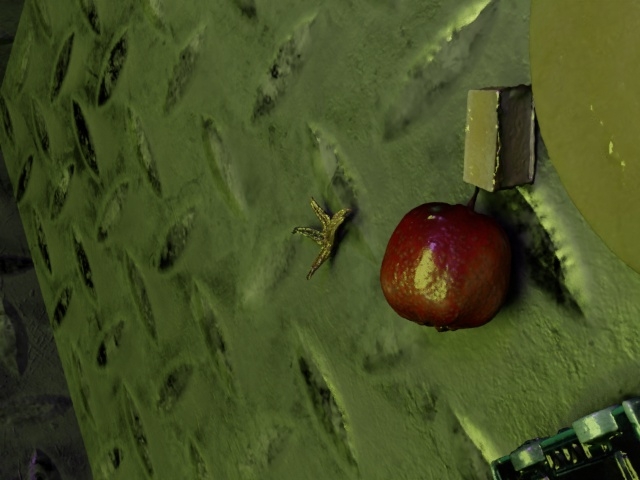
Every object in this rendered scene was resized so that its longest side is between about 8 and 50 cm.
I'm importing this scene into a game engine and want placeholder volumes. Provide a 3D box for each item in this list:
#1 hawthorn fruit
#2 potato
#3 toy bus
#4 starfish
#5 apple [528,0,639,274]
[{"bbox_3d":[0.160,0.016,0.896,0.157,0.157,0.193,20,91,49],"label":"hawthorn fruit"},{"bbox_3d":[0.211,-0.124,0.857,0.061,0.086,0.122,14,111,48],"label":"potato"},{"bbox_3d":[0.290,0.230,0.709,0.256,0.147,0.128,119,135,-58],"label":"toy bus"},{"bbox_3d":[0.004,0.000,1.160,0.133,0.041,0.130,18,99,56],"label":"starfish"},{"bbox_3d":[0.332,-0.135,0.552,0.312,0.320,0.360,-12,90,13],"label":"apple"}]
